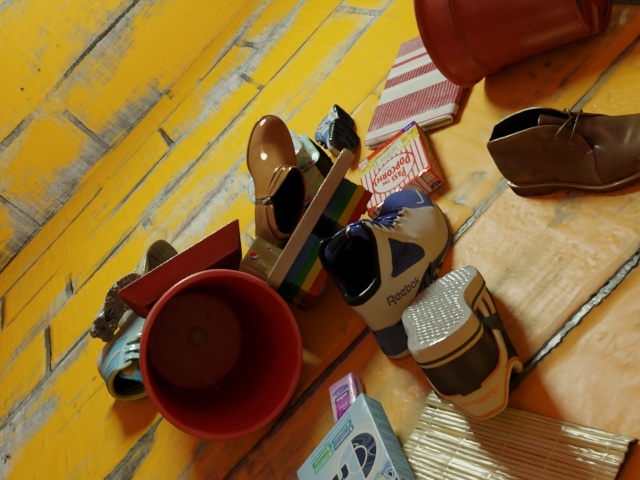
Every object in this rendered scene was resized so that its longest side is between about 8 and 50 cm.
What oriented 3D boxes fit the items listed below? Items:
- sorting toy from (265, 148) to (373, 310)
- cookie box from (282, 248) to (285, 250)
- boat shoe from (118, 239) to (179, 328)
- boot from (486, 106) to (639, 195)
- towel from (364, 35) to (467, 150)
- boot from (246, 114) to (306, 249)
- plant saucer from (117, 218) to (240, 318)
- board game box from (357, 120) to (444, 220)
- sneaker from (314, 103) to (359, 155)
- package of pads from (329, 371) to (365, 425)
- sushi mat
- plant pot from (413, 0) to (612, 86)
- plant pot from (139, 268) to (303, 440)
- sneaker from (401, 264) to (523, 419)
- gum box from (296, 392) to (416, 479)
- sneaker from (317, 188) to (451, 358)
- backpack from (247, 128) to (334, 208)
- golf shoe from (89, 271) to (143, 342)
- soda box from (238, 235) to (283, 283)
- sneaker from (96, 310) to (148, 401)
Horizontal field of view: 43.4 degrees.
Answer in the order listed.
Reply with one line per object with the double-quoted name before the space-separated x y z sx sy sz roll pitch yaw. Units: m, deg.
"sorting toy" 0.000 0.000 1.424 0.256 0.089 0.257 -60 0 -14
"cookie box" -0.091 0.036 1.648 0.091 0.040 0.107 -11 44 49
"boat shoe" -0.418 0.106 1.944 0.098 0.109 0.302 -36 24 24
"boot" 0.367 -0.139 1.137 0.305 0.115 0.112 -9 44 49
"towel" 0.227 -0.337 1.690 0.237 0.037 0.329 -15 43 44
"boot" -0.083 -0.122 1.529 0.220 0.109 0.284 152 125 -76
"plant saucer" -0.255 0.075 1.580 0.259 0.048 0.258 -33 -10 -12
"board game box" 0.147 -0.126 1.512 0.146 0.045 0.193 -38 29 19
"sneaker" 0.033 -0.229 1.793 0.081 0.080 0.211 -44 17 21
"package of pads" 0.041 0.240 1.197 0.050 0.032 0.083 -41 27 18
"sushi mat" 0.205 0.263 0.944 0.316 0.019 0.151 1 55 56
"plant pot" 0.348 -0.433 1.417 0.265 0.272 0.272 -7 47 42
"plant pot" -0.193 0.182 1.388 0.275 0.275 0.243 -54 16 -12
"sneaker" 0.183 0.132 1.054 0.126 0.127 0.321 -32 6 16
"gum box" 0.045 0.317 1.052 0.157 0.041 0.184 -53 25 13
"sneaker" 0.099 0.008 1.254 0.127 0.182 0.316 -26 34 33
"backpack" -0.073 -0.136 1.743 0.188 0.144 0.166 -46 32 10
"golf shoe" -0.443 0.133 1.752 0.176 0.069 0.086 -53 18 8
"soda box" -0.119 0.057 1.509 0.061 0.058 0.181 -61 1 -22
"sneaker" -0.351 0.207 1.714 0.319 0.127 0.208 -57 25 3
